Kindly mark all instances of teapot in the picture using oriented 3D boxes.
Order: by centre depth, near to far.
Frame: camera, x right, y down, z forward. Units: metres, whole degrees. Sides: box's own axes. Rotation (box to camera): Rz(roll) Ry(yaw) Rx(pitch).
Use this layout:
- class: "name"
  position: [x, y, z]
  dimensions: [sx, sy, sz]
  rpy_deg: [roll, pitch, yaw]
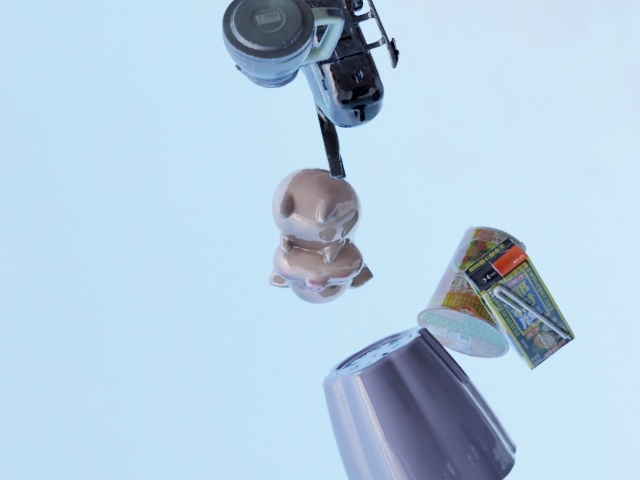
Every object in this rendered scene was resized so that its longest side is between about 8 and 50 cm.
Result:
- class: "teapot"
  position: [-0.027, -0.145, 0.731]
  dimensions: [0.088, 0.057, 0.066]
  rpy_deg: [-13, -116, -8]

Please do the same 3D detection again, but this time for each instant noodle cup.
- class: "instant noodle cup"
  position: [0.269, 0.080, 1.709]
  dimensions: [0.168, 0.168, 0.185]
  rpy_deg: [35, -118, -23]

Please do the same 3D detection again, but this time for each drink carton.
- class: "drink carton"
  position: [0.235, 0.077, 1.180]
  dimensions: [0.165, 0.071, 0.056]
  rpy_deg: [51, 180, -40]

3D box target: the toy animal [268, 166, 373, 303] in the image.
- class: "toy animal"
  position: [-0.008, -0.006, 1.595]
  dimensions: [0.166, 0.250, 0.154]
  rpy_deg: [14, -135, 15]

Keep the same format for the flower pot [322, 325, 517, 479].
- class: "flower pot"
  position: [0.133, 0.275, 1.542]
  dimensions: [0.265, 0.265, 0.243]
  rpy_deg: [-29, -89, -49]

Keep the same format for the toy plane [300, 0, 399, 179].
- class: "toy plane"
  position: [-0.012, -0.273, 1.232]
  dimensions: [0.106, 0.155, 0.381]
  rpy_deg: [-21, -98, -17]
